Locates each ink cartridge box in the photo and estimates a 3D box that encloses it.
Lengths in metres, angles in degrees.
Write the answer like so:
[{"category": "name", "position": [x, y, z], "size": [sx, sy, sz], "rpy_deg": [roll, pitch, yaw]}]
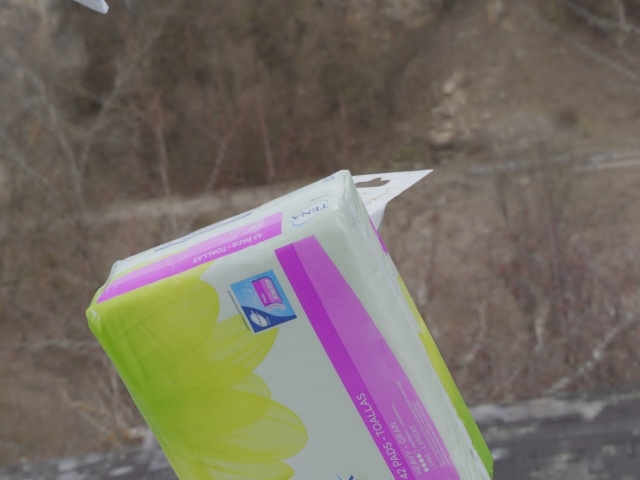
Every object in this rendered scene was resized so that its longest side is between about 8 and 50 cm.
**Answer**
[{"category": "ink cartridge box", "position": [0.000, 0.000, 1.577], "size": [0.232, 0.066, 0.189], "rpy_deg": [-29, 16, -31]}]

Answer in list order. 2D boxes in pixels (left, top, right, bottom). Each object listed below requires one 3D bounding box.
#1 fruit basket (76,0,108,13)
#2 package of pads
[{"category": "fruit basket", "position": [-0.217, -0.303, 0.780], "size": [0.165, 0.327, 0.353], "rpy_deg": [-22, -4, 14]}, {"category": "package of pads", "position": [-0.023, 0.120, 1.115], "size": [0.229, 0.296, 0.101], "rpy_deg": [-21, 22, 17]}]
